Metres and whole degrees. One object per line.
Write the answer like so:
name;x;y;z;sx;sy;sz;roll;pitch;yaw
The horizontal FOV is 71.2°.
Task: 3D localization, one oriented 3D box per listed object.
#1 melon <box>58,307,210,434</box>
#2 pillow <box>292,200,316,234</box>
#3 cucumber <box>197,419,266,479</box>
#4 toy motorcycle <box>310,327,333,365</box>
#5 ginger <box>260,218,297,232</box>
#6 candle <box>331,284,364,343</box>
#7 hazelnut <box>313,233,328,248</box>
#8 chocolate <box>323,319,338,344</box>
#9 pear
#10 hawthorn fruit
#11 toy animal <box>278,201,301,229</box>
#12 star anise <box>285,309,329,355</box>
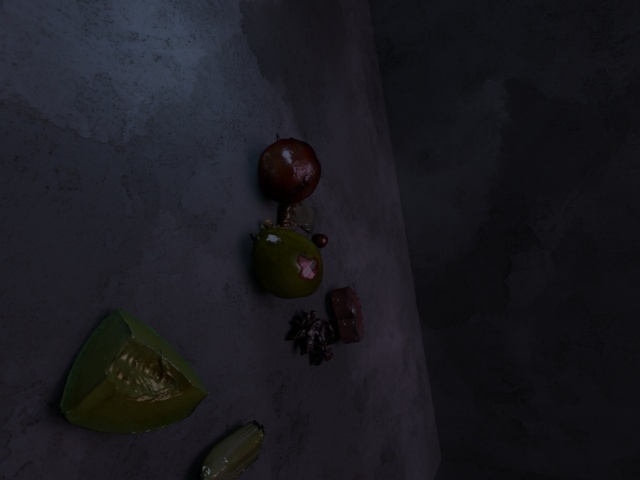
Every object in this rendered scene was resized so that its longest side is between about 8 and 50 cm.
melon;-0.497;0.400;1.273;0.331;0.226;0.343;-87;153;-45
pillow;-0.088;-0.139;2.274;0.230;0.050;0.148;35;64;-51
cucumber;-0.335;0.785;1.601;0.325;0.105;0.145;-18;126;-60
toy motorcycle;0.005;0.514;2.225;0.084;0.118;0.212;20;67;-68
ginger;-0.180;-0.026;2.033;0.177;0.053;0.193;-20;122;-28
candle;0.150;0.399;2.499;0.287;0.132;0.316;-40;117;-70
hazelnut;0.000;0.000;2.376;0.086;0.086;0.085;19;67;-58
chocolate;0.052;0.483;2.353;0.125;0.080;0.148;-21;100;-59
pear;-0.157;0.083;1.901;0.375;0.287;0.287;41;46;-21
hawthorn fruit;-0.131;-0.310;2.002;0.316;0.316;0.315;19;67;-58
toy animal;-0.148;-0.110;2.119;0.099;0.057;0.241;21;73;-40
star anise;-0.049;0.436;2.121;0.214;0.099;0.219;33;57;-17
